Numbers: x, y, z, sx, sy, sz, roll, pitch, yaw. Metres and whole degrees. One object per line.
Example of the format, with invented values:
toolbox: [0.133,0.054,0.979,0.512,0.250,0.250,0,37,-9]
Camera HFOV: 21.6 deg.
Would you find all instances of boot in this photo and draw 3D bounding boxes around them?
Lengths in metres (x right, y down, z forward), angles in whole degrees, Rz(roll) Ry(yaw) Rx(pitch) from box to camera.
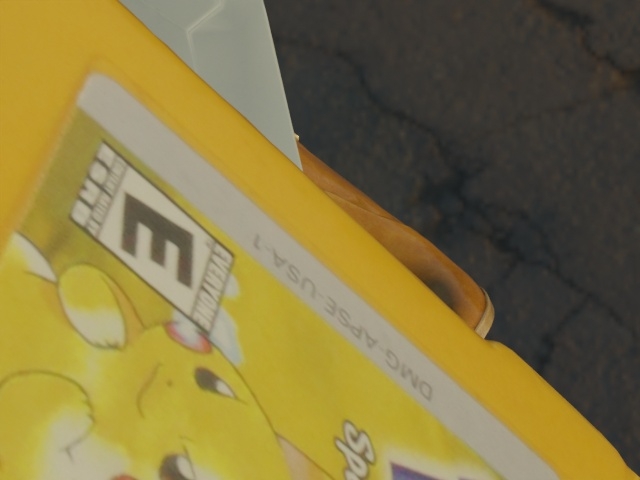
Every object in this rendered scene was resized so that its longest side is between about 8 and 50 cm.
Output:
boot: [0.001,-0.001,1.203,0.104,0.211,0.295,-47,15,0]

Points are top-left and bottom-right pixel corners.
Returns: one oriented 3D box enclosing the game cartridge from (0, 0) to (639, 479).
game cartridge: [-0.002,0.102,0.387,0.053,0.324,0.285,-37,23,32]

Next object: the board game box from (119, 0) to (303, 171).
board game box: [-0.092,0.044,0.876,0.097,0.303,0.224,1,52,-18]
